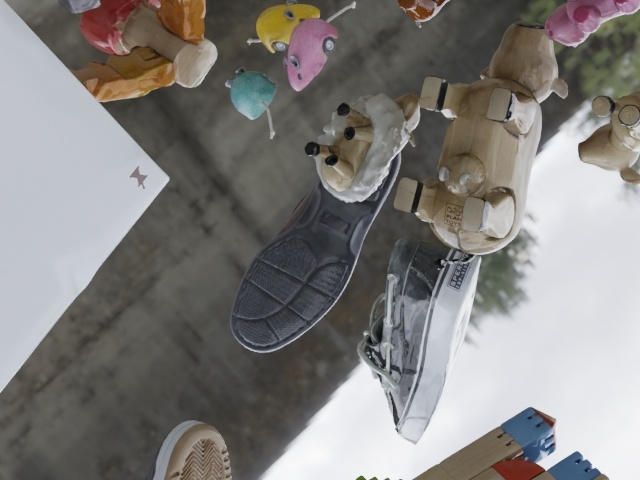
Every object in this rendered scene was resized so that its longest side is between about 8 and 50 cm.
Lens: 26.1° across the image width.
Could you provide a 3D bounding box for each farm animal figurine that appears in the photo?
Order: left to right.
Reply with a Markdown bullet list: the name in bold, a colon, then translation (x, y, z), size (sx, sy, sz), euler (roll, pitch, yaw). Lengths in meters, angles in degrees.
- **farm animal figurine**: translation (0.191, -0.120, 1.278), size (0.326, 0.330, 0.172), euler (-61, 154, 11)

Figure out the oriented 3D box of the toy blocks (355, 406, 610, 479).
- **toy blocks**: translation (0.256, 0.363, 1.654), size (0.261, 0.190, 0.381), euler (-28, -139, -16)

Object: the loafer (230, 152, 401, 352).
- **loafer**: translation (0.000, 0.000, 1.642), size (0.302, 0.109, 0.095), euler (-57, 180, 3)

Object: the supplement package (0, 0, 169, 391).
- **supplement package**: translation (-0.289, -0.042, 0.967), size (0.263, 0.198, 0.199), euler (7, -125, 52)

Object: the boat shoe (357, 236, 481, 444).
- **boat shoe**: translation (0.095, 0.111, 1.499), size (0.306, 0.105, 0.113), euler (94, 20, -54)

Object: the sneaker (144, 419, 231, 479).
- **sneaker**: translation (-0.178, 0.283, 1.292), size (0.153, 0.282, 0.099), euler (20, -163, 36)

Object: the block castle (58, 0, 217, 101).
- **block castle**: translation (-0.270, -0.333, 1.264), size (0.303, 0.453, 0.213), euler (-25, -138, -32)

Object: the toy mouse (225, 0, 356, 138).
- **toy mouse**: translation (-0.037, -0.149, 1.164), size (0.161, 0.031, 0.143), euler (-20, -135, 44)
